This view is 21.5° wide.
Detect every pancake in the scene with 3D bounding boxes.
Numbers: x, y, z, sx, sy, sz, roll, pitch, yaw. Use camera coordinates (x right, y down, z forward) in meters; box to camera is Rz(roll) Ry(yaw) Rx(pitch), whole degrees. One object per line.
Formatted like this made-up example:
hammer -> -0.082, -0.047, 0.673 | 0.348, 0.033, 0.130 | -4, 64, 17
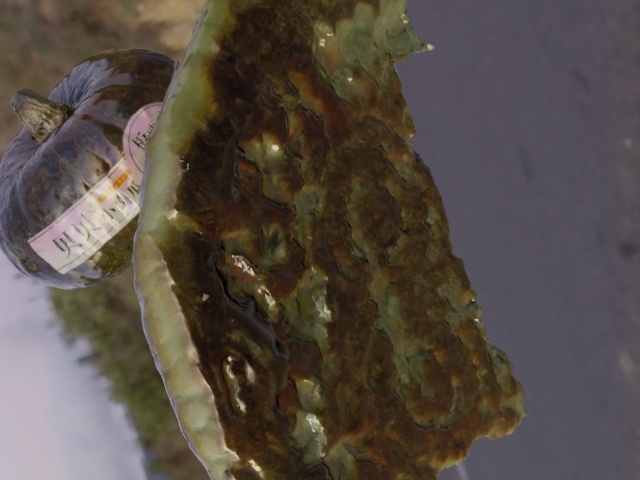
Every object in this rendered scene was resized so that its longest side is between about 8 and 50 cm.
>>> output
pancake -> -0.004, 0.001, 1.141 | 0.067, 0.305, 0.427 | -21, 80, 46

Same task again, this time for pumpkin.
pumpkin -> -0.230, -0.085, 1.677 | 0.189, 0.260, 0.260 | 45, -175, -20
